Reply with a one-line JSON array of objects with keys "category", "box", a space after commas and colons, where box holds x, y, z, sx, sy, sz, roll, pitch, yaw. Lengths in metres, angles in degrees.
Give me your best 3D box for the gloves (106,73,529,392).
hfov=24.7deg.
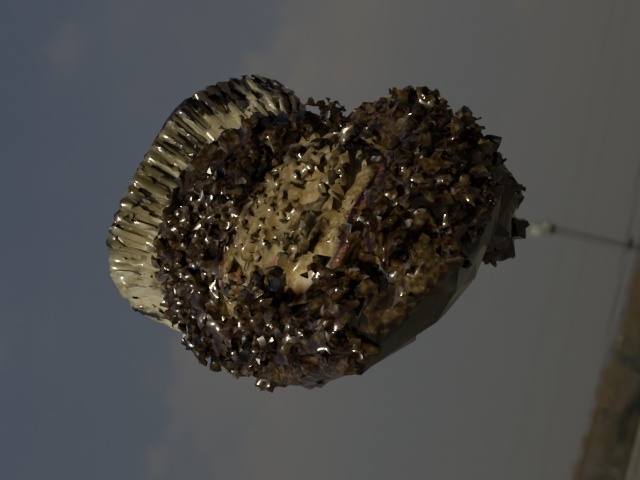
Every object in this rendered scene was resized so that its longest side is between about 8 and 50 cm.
[{"category": "gloves", "box": [-0.001, -0.007, 0.859, 0.210, 0.312, 0.135, -42, -61, -12]}]
